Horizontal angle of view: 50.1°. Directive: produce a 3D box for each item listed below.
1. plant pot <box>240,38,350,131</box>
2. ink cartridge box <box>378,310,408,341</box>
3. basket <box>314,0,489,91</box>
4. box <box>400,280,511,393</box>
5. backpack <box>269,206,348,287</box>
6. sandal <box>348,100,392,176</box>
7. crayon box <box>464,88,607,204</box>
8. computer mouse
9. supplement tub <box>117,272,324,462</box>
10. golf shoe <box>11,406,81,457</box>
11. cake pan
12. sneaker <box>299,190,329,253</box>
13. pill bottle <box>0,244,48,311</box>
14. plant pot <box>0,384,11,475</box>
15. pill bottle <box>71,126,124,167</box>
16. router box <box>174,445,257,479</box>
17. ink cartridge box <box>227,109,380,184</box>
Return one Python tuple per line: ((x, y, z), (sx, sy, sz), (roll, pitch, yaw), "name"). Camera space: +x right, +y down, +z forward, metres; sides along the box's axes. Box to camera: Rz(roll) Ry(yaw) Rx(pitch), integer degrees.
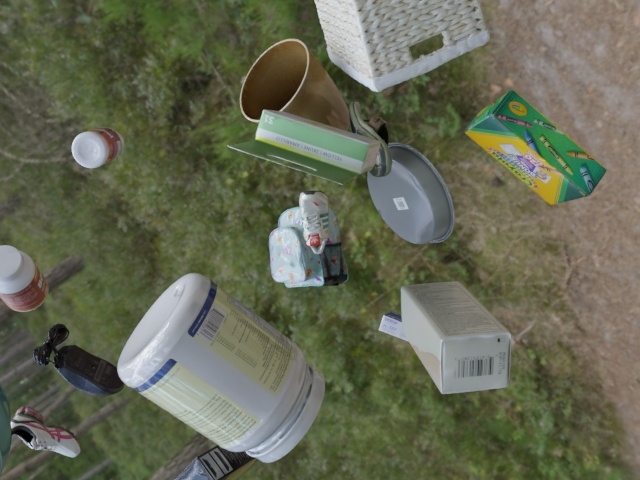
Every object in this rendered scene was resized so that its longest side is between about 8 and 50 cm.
((-0.042, -0.364, 1.820), (0.254, 0.237, 0.237), (29, -169, -45), "plant pot")
((0.261, 0.241, 1.761), (0.207, 0.046, 0.097), (19, -174, 16), "ink cartridge box")
((0.182, -0.582, 1.696), (0.331, 0.328, 0.266), (54, 167, 57), "basket")
((0.278, 0.195, 1.462), (0.311, 0.148, 0.121), (-113, 19, -73), "box")
((-0.033, 0.012, 1.563), (0.166, 0.144, 0.188), (-7, 83, 53), "backpack")
((0.132, -0.244, 1.665), (0.302, 0.086, 0.120), (-114, 12, -53), "sandal")
((0.477, -0.203, 1.538), (0.278, 0.081, 0.165), (39, 171, -4), "crayon box")
((-0.705, 0.374, 2.006), (0.272, 0.072, 0.188), (37, -160, -14), "computer mouse")
((-0.176, 0.238, 1.260), (0.325, 0.235, 0.235), (40, 173, -18), "supplement tub")
((-0.679, 0.490, 1.682), (0.186, 0.067, 0.086), (36, -154, -16), "golf shoe")
((0.224, -0.111, 1.777), (0.293, 0.054, 0.293), (44, 153, 30), "cake pan")
((-0.009, -0.033, 1.351), (0.161, 0.057, 0.075), (81, -175, -59), "sneaker")
((-0.802, 0.098, 1.802), (0.121, 0.121, 0.216), (52, 160, 17), "pill bottle")
((-0.695, 0.379, 1.246), (0.255, 0.272, 0.271), (11, 135, 58), "plant pot")
((-0.526, -0.225, 1.639), (0.086, 0.086, 0.152), (58, -170, -11), "pill bottle")
((-0.292, 0.611, 1.710), (0.081, 0.309, 0.243), (49, -154, 16), "router box")
((-0.014, -0.141, 0.998), (0.171, 0.056, 0.235), (19, -168, 9), "ink cartridge box")
